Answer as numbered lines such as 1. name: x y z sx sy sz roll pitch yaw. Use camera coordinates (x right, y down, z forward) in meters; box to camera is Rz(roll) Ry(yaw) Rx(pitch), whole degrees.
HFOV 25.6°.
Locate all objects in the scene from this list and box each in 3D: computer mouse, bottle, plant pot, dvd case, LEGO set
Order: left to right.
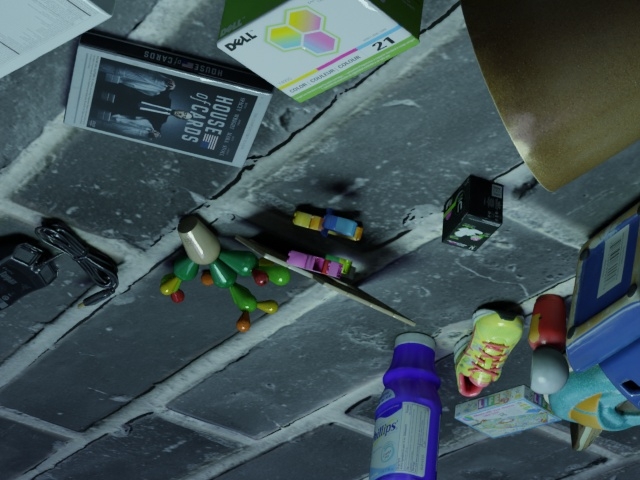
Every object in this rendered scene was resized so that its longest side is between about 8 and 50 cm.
1. computer mouse: -0.433 0.055 2.164 0.262 0.060 0.184 -28 131 29
2. dvd case: -0.191 -0.171 1.748 0.238 0.030 0.179 14 150 -9
3. LEGO set: 0.000 0.000 1.919 0.093 0.087 0.227 15 178 7
4. bottle: 0.135 0.281 2.186 0.092 0.283 0.118 18 149 -18
5. plant pot: 0.303 -0.203 1.412 0.254 0.237 0.237 -22 141 19
6. plant pot: 0.458 0.078 1.830 0.212 0.236 0.236 24 147 -13

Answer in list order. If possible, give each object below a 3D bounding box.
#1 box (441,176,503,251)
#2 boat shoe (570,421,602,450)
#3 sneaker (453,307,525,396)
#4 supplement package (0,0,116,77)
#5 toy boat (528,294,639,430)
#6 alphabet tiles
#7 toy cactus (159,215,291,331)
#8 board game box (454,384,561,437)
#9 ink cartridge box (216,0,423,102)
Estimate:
1. box: 0.200 -0.034 1.854 0.052 0.062 0.083 15 148 -15
2. boat shoe: 0.461 0.298 2.359 0.072 0.068 0.190 -4 149 -2
3. sneaker: 0.259 0.176 2.165 0.081 0.094 0.208 12 148 -4
4. supplement package: -0.337 -0.279 1.495 0.244 0.134 0.139 -19 141 37
5. toy boat: 0.416 0.208 2.128 0.318 0.148 0.267 31 143 -35
6. alphabet tiles: -0.002 0.051 1.987 0.237 0.009 0.198 25 -178 -27
7. toy cactus: -0.158 0.043 2.044 0.219 0.112 0.180 4 142 35
8. board game box: 0.322 0.295 2.418 0.103 0.026 0.154 31 143 -34
9. ink cartridge box: -0.044 -0.273 1.474 0.255 0.097 0.188 31 143 -35
